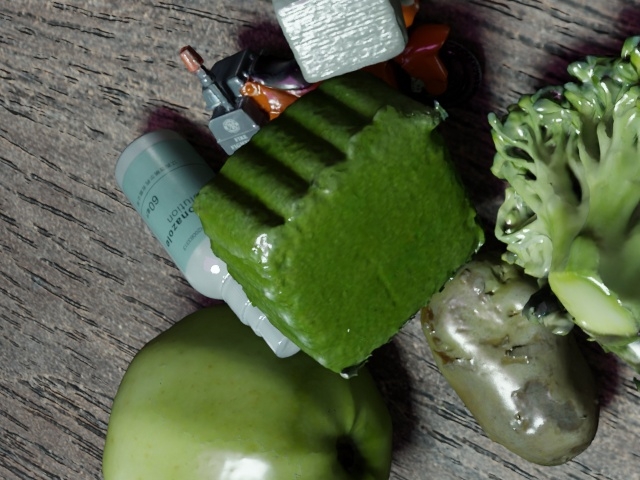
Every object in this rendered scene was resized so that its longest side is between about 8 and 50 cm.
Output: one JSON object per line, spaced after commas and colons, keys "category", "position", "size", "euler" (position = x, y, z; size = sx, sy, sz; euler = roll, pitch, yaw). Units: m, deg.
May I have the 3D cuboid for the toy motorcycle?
{"category": "toy motorcycle", "position": [0.000, -0.195, 1.236], "size": [0.326, 0.147, 0.221], "euler": [-16, 127, 32]}

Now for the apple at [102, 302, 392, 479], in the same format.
{"category": "apple", "position": [-0.082, 0.253, 1.396], "size": [0.357, 0.357, 0.357], "euler": [16, 122, 26]}

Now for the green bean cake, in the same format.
{"category": "green bean cake", "position": [0.022, -0.022, 1.155], "size": [0.156, 0.247, 0.250], "euler": [37, 166, 45]}

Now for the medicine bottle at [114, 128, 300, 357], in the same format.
{"category": "medicine bottle", "position": [-0.127, 0.005, 1.362], "size": [0.352, 0.110, 0.110], "euler": [49, 135, 33]}

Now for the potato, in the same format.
{"category": "potato", "position": [0.214, 0.134, 1.260], "size": [0.165, 0.165, 0.262], "euler": [-19, 99, 39]}

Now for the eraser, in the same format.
{"category": "eraser", "position": [-0.004, -0.337, 1.101], "size": [0.111, 0.077, 0.352], "euler": [-16, 71, 15]}

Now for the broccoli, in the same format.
{"category": "broccoli", "position": [0.314, -0.024, 1.072], "size": [0.334, 0.272, 0.324], "euler": [57, 170, -14]}
